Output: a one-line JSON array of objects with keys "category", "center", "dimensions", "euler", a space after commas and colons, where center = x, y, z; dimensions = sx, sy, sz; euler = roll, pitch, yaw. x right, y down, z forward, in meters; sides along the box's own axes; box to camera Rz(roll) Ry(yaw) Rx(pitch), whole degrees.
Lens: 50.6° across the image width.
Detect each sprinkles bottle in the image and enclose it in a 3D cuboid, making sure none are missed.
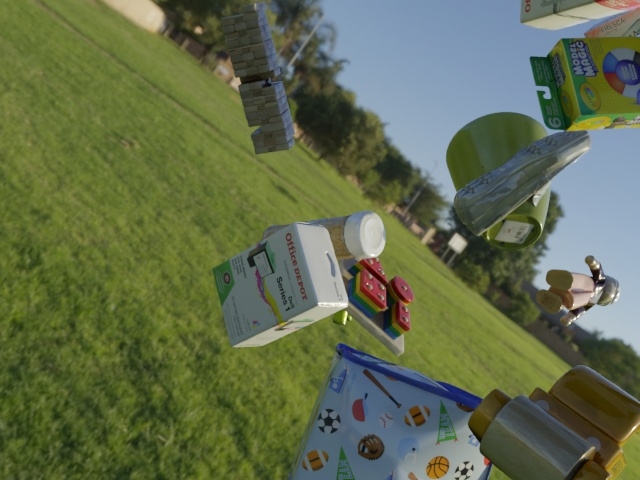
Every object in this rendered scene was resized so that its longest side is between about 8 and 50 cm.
[{"category": "sprinkles bottle", "center": [0.000, 0.000, 1.824], "dimensions": [0.355, 0.121, 0.121], "euler": [-7, -28, 40]}]

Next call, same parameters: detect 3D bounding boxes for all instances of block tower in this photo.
[{"category": "block tower", "center": [-0.145, -0.381, 1.602], "dimensions": [0.091, 0.097, 0.336], "euler": [-66, 147, -66]}]

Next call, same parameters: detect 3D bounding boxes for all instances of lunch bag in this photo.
[{"category": "lunch bag", "center": [0.161, 0.432, 1.407], "dimensions": [0.385, 0.328, 0.239], "euler": [20, -2, 0]}]

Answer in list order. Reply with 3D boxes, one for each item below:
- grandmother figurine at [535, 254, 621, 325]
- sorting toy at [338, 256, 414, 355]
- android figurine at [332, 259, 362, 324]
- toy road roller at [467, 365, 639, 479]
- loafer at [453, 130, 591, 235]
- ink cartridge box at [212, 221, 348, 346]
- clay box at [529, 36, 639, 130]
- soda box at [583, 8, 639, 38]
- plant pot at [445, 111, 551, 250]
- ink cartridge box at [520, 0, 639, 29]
[{"category": "grandmother figurine", "center": [0.718, 0.143, 1.850], "dimensions": [0.342, 0.208, 0.104], "euler": [1, 34, -43]}, {"category": "sorting toy", "center": [0.166, 0.150, 1.917], "dimensions": [0.257, 0.089, 0.255], "euler": [42, 27, -19]}, {"category": "android figurine", "center": [0.099, 0.127, 2.147], "dimensions": [0.056, 0.273, 0.248], "euler": [14, 5, 15]}, {"category": "toy road roller", "center": [0.407, 0.314, 1.108], "dimensions": [0.202, 0.241, 0.329], "euler": [36, -7, 36]}, {"category": "loafer", "center": [0.442, -0.128, 1.462], "dimensions": [0.111, 0.319, 0.112], "euler": [55, 10, -16]}, {"category": "ink cartridge box", "center": [-0.097, 0.105, 1.554], "dimensions": [0.117, 0.278, 0.202], "euler": [8, 60, -52]}, {"category": "clay box", "center": [0.426, -0.230, 0.988], "dimensions": [0.221, 0.128, 0.053], "euler": [-4, -17, -11]}, {"category": "soda box", "center": [0.744, -0.526, 1.657], "dimensions": [0.063, 0.058, 0.183], "euler": [56, -30, -11]}, {"category": "plant pot", "center": [0.469, -0.127, 1.716], "dimensions": [0.274, 0.274, 0.294], "euler": [34, 39, -29]}, {"category": "ink cartridge box", "center": [0.579, -0.594, 1.480], "dimensions": [0.117, 0.207, 0.283], "euler": [0, 4, -28]}]
